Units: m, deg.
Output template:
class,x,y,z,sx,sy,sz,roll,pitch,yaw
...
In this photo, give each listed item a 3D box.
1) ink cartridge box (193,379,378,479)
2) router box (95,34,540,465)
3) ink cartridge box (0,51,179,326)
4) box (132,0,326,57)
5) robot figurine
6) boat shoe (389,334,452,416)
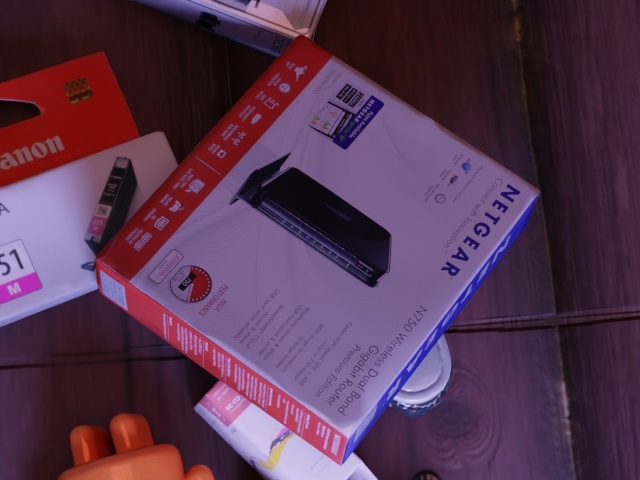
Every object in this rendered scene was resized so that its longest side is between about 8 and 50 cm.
class,x,y,z,sx,sy,sz,roll,pitch,yaw
ink cartridge box,-0.031,0.210,1.585,0.198,0.115,0.067,44,74,2
router box,0.000,0.000,1.558,0.301,0.082,0.335,34,65,12
ink cartridge box,-0.281,-0.058,1.592,0.275,0.060,0.239,-22,86,-27
box,-0.122,-0.320,1.688,0.290,0.087,0.169,20,77,-4
robot figurine,-0.184,0.282,1.544,0.158,0.128,0.219,-11,79,-32
boat shoe,0.055,0.041,1.645,0.114,0.091,0.302,-12,68,-4
